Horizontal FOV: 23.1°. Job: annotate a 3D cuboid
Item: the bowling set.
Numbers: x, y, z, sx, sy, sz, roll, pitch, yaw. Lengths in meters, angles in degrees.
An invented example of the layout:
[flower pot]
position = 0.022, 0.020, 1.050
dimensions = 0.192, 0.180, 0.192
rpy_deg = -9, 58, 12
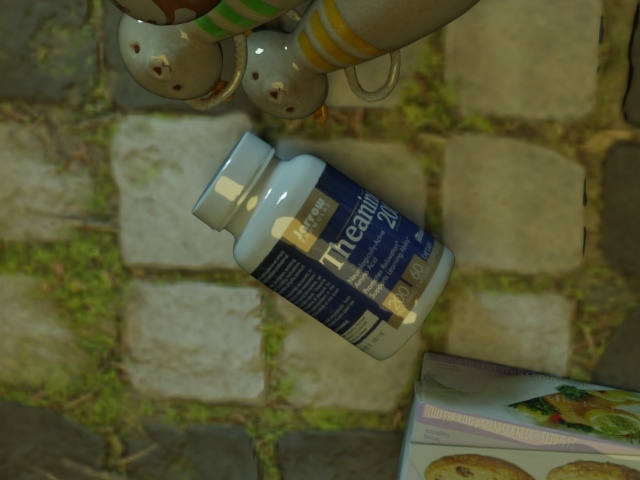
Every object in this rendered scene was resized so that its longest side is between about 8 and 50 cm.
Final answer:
[bowling set]
position = -0.078, -0.139, 0.635
dimensions = 0.154, 0.200, 0.287
rpy_deg = -33, 105, 38

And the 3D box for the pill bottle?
[pill bottle]
position = 0.000, 0.000, 0.763
dimensions = 0.120, 0.067, 0.067
rpy_deg = 34, 111, -6

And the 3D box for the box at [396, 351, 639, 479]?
[box]
position = 0.201, 0.126, 0.788
dimensions = 0.323, 0.063, 0.067
rpy_deg = 12, 113, 2
